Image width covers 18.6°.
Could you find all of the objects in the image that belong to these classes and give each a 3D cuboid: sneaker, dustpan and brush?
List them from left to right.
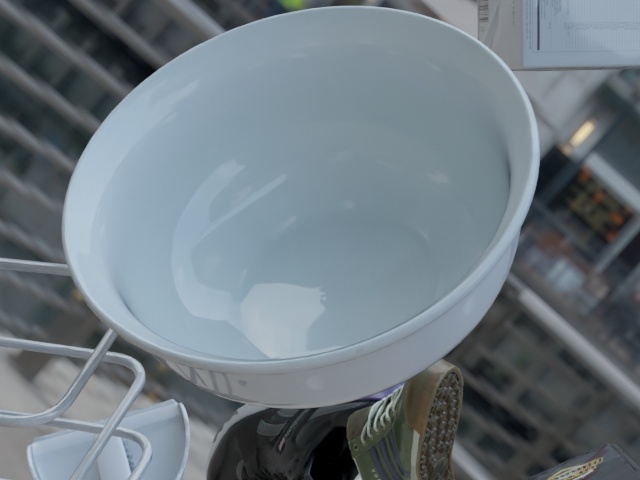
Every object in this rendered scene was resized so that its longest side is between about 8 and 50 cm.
[{"bbox_3d":[-0.170,0.229,1.691,0.060,0.147,0.211,83,-10,-56],"label":"dustpan and brush"},{"bbox_3d":[-0.024,0.210,1.902,0.107,0.283,0.124,35,35,-19],"label":"sneaker"},{"bbox_3d":[0.056,0.150,1.481,0.086,0.064,0.192,25,-38,23],"label":"sneaker"}]

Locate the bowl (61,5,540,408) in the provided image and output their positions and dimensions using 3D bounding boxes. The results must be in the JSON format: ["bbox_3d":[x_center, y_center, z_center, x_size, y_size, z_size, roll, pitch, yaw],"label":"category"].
[{"bbox_3d":[0.000,0.000,1.218,0.298,0.298,0.134,45,-16,41],"label":"bowl"}]

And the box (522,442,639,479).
[{"bbox_3d":[0.232,0.336,2.137,0.293,0.296,0.073,-121,-171,-83],"label":"box"}]

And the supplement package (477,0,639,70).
[{"bbox_3d":[0.292,-0.239,1.947,0.244,0.139,0.134,-2,5,-14],"label":"supplement package"}]

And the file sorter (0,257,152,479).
[{"bbox_3d":[-0.215,0.171,1.315,0.173,0.277,0.193,7,31,14],"label":"file sorter"}]
